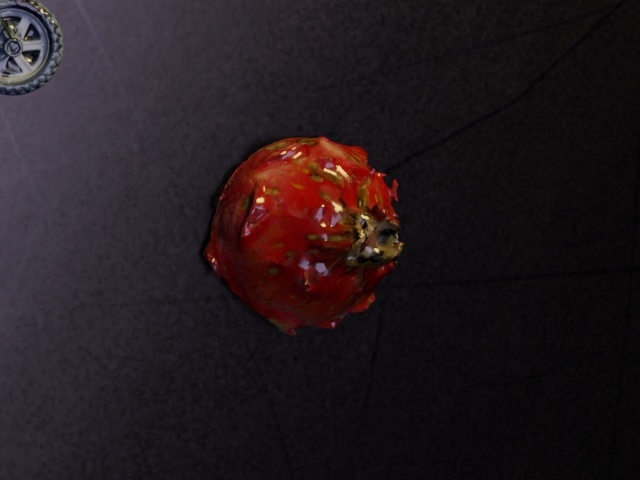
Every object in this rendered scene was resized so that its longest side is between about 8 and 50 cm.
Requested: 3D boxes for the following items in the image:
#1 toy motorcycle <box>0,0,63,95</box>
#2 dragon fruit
[{"bbox_3d":[-0.300,-0.141,1.192,0.254,0.092,0.136,27,97,-16],"label":"toy motorcycle"},{"bbox_3d":[0.000,0.000,1.335,0.153,0.111,0.153,-2,97,-22],"label":"dragon fruit"}]
